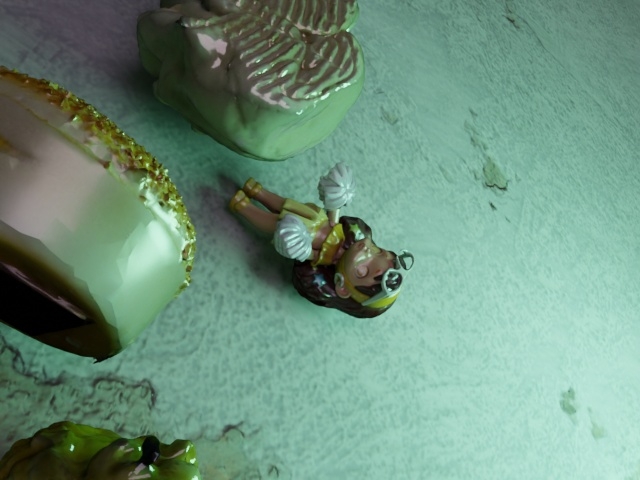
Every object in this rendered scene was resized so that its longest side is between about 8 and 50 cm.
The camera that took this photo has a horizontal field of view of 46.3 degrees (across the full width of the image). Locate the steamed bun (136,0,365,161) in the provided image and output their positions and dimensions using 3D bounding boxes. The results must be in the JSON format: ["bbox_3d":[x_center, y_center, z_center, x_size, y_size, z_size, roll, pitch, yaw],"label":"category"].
[{"bbox_3d":[-0.085,-0.228,0.935,0.275,0.206,0.320,20,56,-10],"label":"steamed bun"}]

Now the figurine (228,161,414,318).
[{"bbox_3d":[0.001,0.001,0.936,0.240,0.116,0.175,40,47,-5],"label":"figurine"}]

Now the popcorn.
[{"bbox_3d":[-0.178,0.237,0.623,0.189,0.169,0.218,-4,32,-12],"label":"popcorn"}]

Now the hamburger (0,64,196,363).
[{"bbox_3d":[-0.246,-0.027,0.659,0.294,0.276,0.179,37,61,-22],"label":"hamburger"}]
